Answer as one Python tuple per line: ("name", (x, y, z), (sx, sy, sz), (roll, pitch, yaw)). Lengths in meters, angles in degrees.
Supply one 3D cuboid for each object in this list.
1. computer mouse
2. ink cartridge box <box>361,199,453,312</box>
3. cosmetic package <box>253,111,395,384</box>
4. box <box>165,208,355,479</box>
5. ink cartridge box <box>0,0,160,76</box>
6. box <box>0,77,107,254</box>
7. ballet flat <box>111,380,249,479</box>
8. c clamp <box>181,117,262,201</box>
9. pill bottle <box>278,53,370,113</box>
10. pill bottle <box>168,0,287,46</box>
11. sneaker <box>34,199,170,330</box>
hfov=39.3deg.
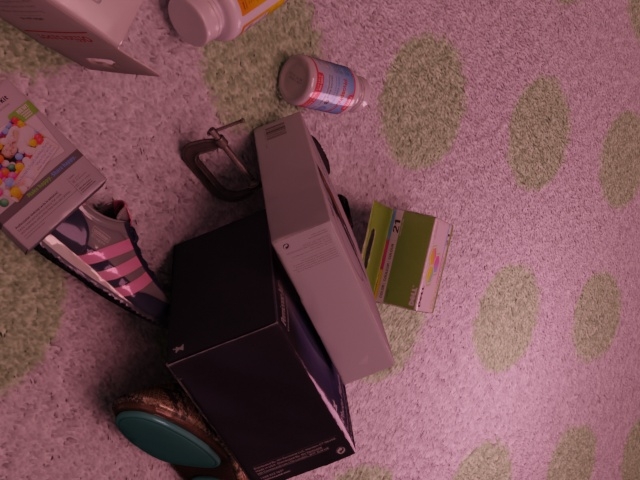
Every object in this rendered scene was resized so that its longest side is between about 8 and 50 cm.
("computer mouse", (0.010, -0.098, 1.635), (0.071, 0.041, 0.242), (-52, 131, -24))
("ink cartridge box", (0.161, 0.037, 1.716), (0.255, 0.097, 0.189), (16, 87, -68))
("cosmetic package", (0.000, 0.000, 1.434), (0.097, 0.377, 0.284), (-20, 123, 4))
("box", (-0.090, 0.164, 1.389), (0.182, 0.296, 0.294), (-23, 124, 9))
("ink cartridge box", (-0.353, -0.340, 1.101), (0.353, 0.207, 0.119), (32, 78, -45))
("box", (-0.398, -0.097, 1.173), (0.186, 0.038, 0.145), (46, 63, -7))
("ballet flat", (-0.180, 0.336, 1.486), (0.483, 0.164, 0.182), (61, 36, -41))
("c clamp", (-0.146, -0.118, 1.415), (0.161, 0.137, 0.022), (58, 33, -42))
("pill bottle", (0.011, -0.268, 1.565), (0.160, 0.087, 0.087), (4, 96, -45))
("pill bottle", (-0.129, -0.385, 1.378), (0.215, 0.117, 0.117), (-43, 126, -30))
("sneaker", (-0.292, 0.019, 1.310), (0.319, 0.112, 0.131), (45, 70, -42))
